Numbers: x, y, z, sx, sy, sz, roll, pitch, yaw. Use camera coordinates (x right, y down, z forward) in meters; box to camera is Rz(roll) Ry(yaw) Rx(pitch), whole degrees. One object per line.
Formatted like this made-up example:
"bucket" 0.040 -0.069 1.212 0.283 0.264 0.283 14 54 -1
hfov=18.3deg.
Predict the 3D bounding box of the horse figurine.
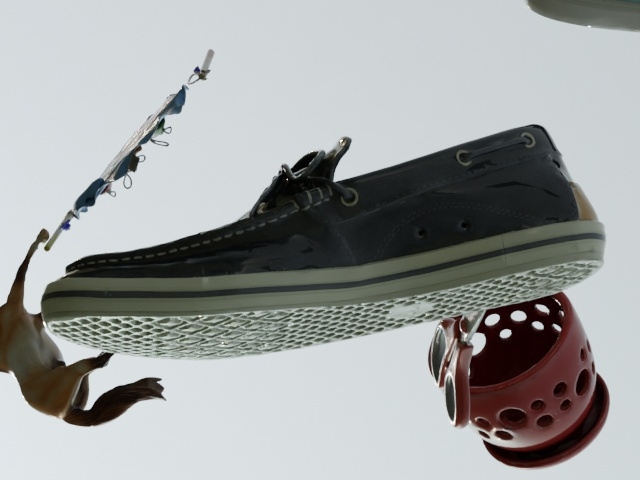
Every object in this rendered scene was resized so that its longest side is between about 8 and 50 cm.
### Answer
"horse figurine" -0.279 0.114 2.095 0.263 0.066 0.174 42 -81 33

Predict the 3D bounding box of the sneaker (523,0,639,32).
"sneaker" 0.391 -0.291 2.019 0.135 0.365 0.150 -84 176 -56

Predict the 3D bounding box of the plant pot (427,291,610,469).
"plant pot" 0.246 0.171 2.421 0.174 0.191 0.191 61 -2 -35

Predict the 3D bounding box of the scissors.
"scissors" 0.141 0.084 1.991 0.297 0.021 0.109 94 -13 -54

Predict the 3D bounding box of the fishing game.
"fishing game" -0.194 -0.089 2.112 0.264 0.041 0.189 -47 -171 12

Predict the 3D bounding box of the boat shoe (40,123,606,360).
"boat shoe" 0.000 0.000 1.735 0.187 0.500 0.156 117 -38 -72
